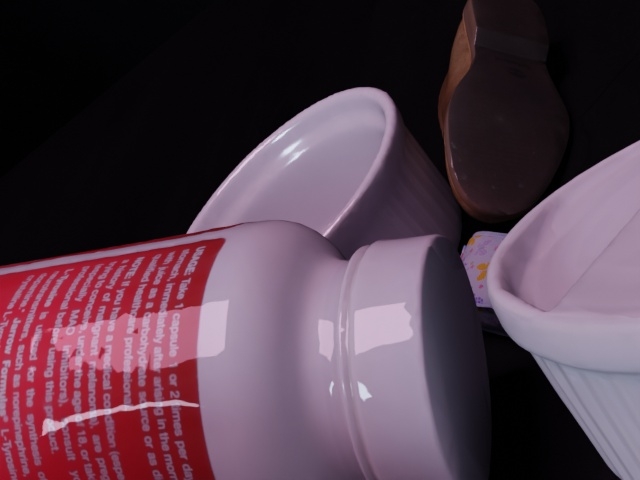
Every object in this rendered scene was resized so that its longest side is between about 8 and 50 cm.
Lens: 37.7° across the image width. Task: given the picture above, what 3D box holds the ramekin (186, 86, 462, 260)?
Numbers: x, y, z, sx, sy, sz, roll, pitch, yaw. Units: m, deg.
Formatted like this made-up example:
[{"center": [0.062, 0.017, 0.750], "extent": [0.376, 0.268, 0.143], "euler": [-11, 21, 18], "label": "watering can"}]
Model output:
[{"center": [0.000, 0.000, 0.886], "extent": [0.277, 0.135, 0.277], "euler": [-35, 28, 22], "label": "ramekin"}]

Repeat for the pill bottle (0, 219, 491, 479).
[{"center": [-0.098, 0.110, 0.663], "extent": [0.407, 0.229, 0.229], "euler": [-9, 39, 21], "label": "pill bottle"}]

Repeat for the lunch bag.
[{"center": [0.135, 0.033, 0.727], "extent": [0.083, 0.053, 0.071], "euler": [9, 60, 49], "label": "lunch bag"}]

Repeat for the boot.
[{"center": [0.160, -0.112, 0.892], "extent": [0.115, 0.112, 0.305], "euler": [116, 169, -46], "label": "boot"}]

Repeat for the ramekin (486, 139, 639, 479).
[{"center": [0.225, 0.021, 0.439], "extent": [0.272, 0.127, 0.273], "euler": [-26, 13, 6], "label": "ramekin"}]
